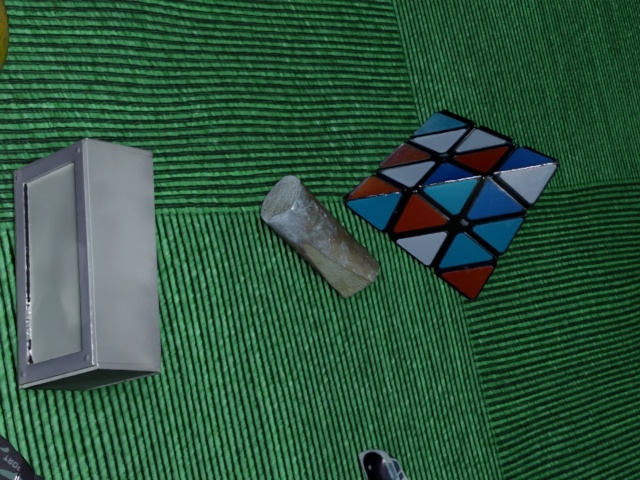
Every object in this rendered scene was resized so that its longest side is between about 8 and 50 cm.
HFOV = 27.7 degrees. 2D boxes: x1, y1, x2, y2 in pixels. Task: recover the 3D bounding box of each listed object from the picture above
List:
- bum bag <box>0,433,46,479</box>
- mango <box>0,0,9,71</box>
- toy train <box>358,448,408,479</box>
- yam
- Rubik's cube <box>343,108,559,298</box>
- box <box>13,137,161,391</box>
[{"bbox_3d":[-0.283,0.252,1.213,0.197,0.049,0.087,47,72,-27],"label":"bum bag"},{"bbox_3d":[-0.395,-0.260,1.206,0.289,0.129,0.146,39,49,-43],"label":"mango"},{"bbox_3d":[0.104,0.347,1.598,0.047,0.043,0.207,-30,100,-50],"label":"toy train"},{"bbox_3d":[0.000,0.000,1.587,0.169,0.068,0.068,45,48,-27],"label":"yam"},{"bbox_3d":[0.229,-0.044,1.723,0.284,0.234,0.250,-37,105,-47],"label":"Rubik's cube"},{"bbox_3d":[-0.234,0.028,1.276,0.086,0.129,0.225,10,70,-46],"label":"box"}]
